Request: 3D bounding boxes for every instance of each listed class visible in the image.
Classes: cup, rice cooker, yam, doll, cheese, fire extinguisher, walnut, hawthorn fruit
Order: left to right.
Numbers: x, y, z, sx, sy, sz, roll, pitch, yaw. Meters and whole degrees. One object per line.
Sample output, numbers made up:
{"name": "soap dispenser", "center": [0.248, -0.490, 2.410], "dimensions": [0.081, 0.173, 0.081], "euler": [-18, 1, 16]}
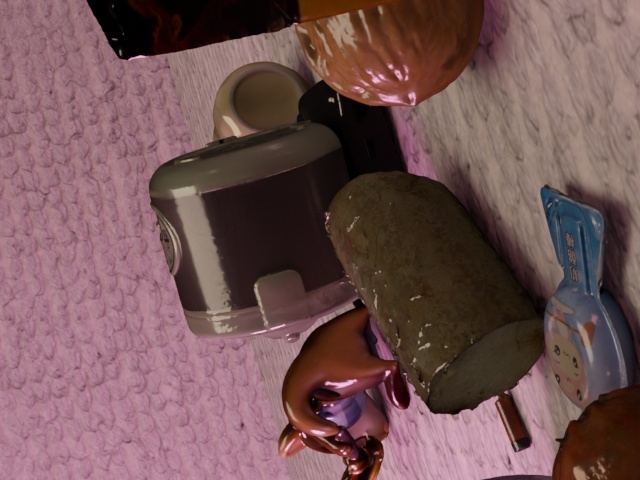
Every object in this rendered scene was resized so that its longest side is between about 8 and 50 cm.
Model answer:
{"name": "rice cooker", "center": [-0.079, -0.006, 1.480], "dimensions": [0.288, 0.288, 0.277], "euler": [-153, 47, -72]}
{"name": "cup", "center": [-0.086, -0.161, 1.857], "dimensions": [0.202, 0.173, 0.255], "euler": [111, 142, -71]}
{"name": "doll", "center": [0.041, 0.269, 1.863], "dimensions": [0.339, 0.209, 0.318], "euler": [101, -177, -58]}
{"name": "walnut", "center": [0.070, -0.238, 1.123], "dimensions": [0.213, 0.213, 0.213], "euler": [164, 90, -77]}
{"name": "yam", "center": [0.129, 0.050, 1.252], "dimensions": [0.304, 0.168, 0.168], "euler": [-118, 18, -44]}
{"name": "fire extinguisher", "center": [0.231, 0.217, 1.328], "dimensions": [0.028, 0.022, 0.083], "euler": [19, -133, -61]}
{"name": "cheese", "center": [0.250, 0.073, 1.027], "dimensions": [0.135, 0.052, 0.244], "euler": [-140, 37, -67]}
{"name": "hawthorn fruit", "center": [0.285, 0.201, 0.921], "dimensions": [0.189, 0.149, 0.149], "euler": [36, 172, -11]}

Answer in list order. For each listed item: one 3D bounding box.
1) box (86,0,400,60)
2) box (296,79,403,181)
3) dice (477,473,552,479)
{"name": "box", "center": [0.015, -0.262, 0.808], "dimensions": [0.264, 0.415, 0.115], "euler": [-126, 24, -56]}
{"name": "box", "center": [0.047, -0.098, 1.601], "dimensions": [0.289, 0.073, 0.290], "euler": [176, 77, -76]}
{"name": "dice", "center": [0.206, 0.423, 1.138], "dimensions": [0.270, 0.271, 0.270], "euler": [-153, 49, -72]}
